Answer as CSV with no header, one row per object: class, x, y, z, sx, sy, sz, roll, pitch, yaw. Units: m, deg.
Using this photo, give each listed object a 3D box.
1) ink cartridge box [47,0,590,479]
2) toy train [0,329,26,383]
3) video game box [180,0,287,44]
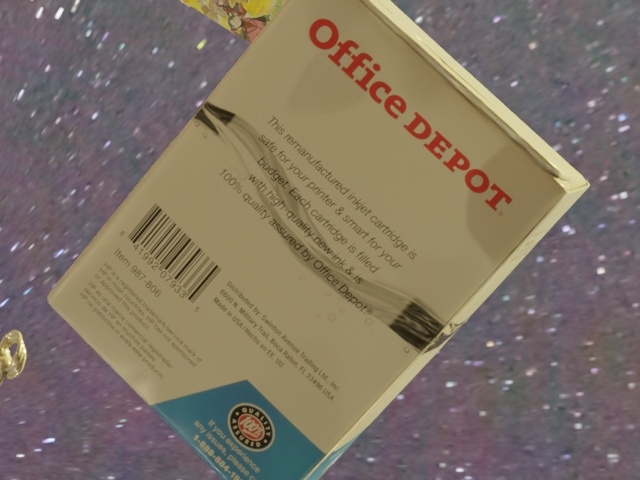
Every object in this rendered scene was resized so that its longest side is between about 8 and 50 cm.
ink cartridge box,0.000,0.000,1.207,0.285,0.166,0.395,44,-75,10
toy train,-0.254,0.056,0.928,0.046,0.166,0.125,12,-62,-34
video game box,-0.025,-0.276,1.337,0.187,0.205,0.048,33,-142,5
